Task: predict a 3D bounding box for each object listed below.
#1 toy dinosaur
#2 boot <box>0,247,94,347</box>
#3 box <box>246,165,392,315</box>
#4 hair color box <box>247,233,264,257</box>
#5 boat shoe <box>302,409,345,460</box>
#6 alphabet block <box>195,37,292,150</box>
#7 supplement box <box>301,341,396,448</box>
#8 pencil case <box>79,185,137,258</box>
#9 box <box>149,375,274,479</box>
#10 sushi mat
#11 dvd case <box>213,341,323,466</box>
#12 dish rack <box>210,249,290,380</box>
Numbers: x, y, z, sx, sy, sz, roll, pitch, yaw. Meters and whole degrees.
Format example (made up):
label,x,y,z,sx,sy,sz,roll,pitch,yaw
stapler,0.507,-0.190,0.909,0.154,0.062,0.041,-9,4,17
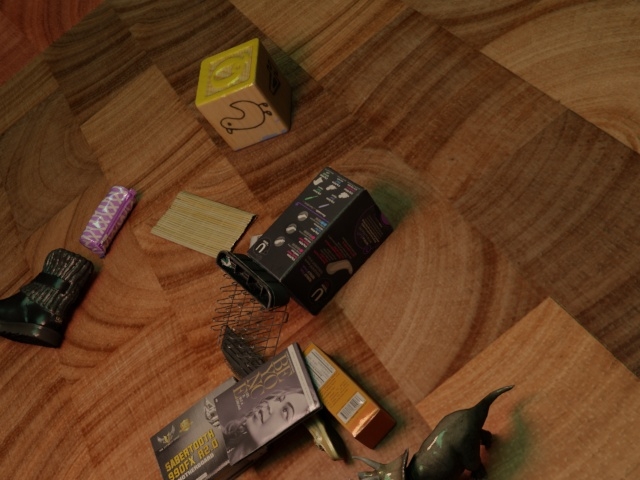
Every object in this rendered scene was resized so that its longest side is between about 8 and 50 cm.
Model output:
label,x,y,z,sx,sy,sz,roll,pitch,yaw
toy dinosaur,0.219,0.358,1.316,0.313,0.160,0.121,-38,45,3
boot,-0.797,0.145,2.145,0.348,0.131,0.260,7,67,24
box,0.000,0.000,1.726,0.270,0.165,0.143,-47,46,-8
hair color box,-0.136,0.053,1.860,0.072,0.043,0.141,-11,53,26
boat shoe,-0.001,0.377,1.520,0.048,0.056,0.153,-47,43,7
alphabet block,-0.205,-0.397,2.140,0.192,0.197,0.193,-18,49,21
supplement box,0.040,0.300,1.534,0.080,0.078,0.233,-46,45,-1
pencil case,-0.600,-0.058,2.208,0.088,0.086,0.206,-10,50,51
box,-0.229,0.422,1.627,0.231,0.056,0.183,-37,46,3
sushi mat,-0.314,-0.044,2.065,0.317,0.019,0.151,18,69,40
dvd case,-0.110,0.324,1.559,0.221,0.018,0.164,-35,45,11
dish rack,-0.161,0.177,1.666,0.208,0.074,0.271,37,120,44
